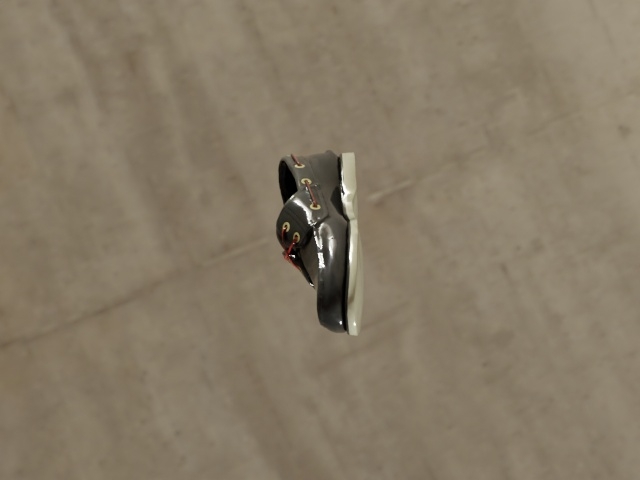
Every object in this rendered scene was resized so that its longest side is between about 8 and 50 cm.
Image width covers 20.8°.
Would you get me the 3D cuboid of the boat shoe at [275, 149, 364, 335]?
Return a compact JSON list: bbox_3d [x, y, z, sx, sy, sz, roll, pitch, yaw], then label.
[{"bbox_3d":[0.000,0.002,0.813,0.133,0.042,0.049,-96,-174,-57],"label":"boat shoe"}]
